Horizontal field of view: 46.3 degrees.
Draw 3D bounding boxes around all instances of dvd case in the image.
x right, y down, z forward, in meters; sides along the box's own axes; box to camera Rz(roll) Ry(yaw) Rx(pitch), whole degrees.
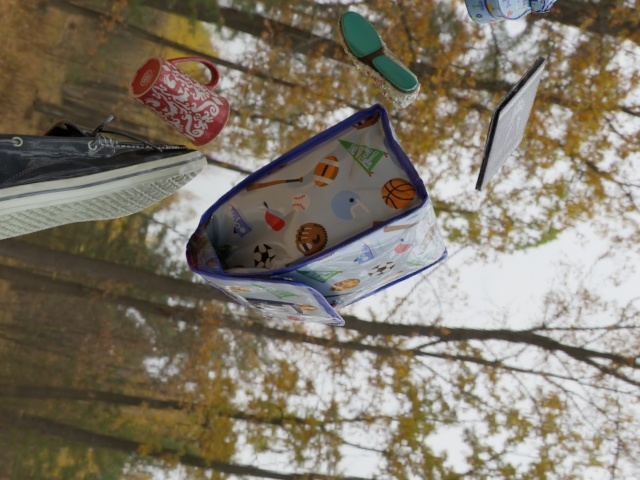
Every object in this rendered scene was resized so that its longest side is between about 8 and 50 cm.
[{"bbox_3d":[0.349,-0.212,1.387,0.164,0.018,0.221,-47,157,-26],"label":"dvd case"}]

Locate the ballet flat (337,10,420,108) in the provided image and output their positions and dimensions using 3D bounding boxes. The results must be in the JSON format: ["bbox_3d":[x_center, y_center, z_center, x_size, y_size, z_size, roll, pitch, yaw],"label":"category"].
[{"bbox_3d":[0.108,-0.357,1.511,0.241,0.091,0.077,55,-21,19],"label":"ballet flat"}]

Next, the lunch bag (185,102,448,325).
[{"bbox_3d":[0.000,0.000,1.270,0.239,0.385,0.328,66,5,22],"label":"lunch bag"}]

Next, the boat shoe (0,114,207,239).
[{"bbox_3d":[-0.387,-0.118,1.221,0.187,0.500,0.156,-31,-99,40],"label":"boat shoe"}]

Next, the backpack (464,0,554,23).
[{"bbox_3d":[0.314,-0.433,1.210,0.117,0.173,0.158,31,-31,45],"label":"backpack"}]

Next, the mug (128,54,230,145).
[{"bbox_3d":[-0.273,-0.284,1.438,0.113,0.169,0.150,-22,-125,31],"label":"mug"}]
